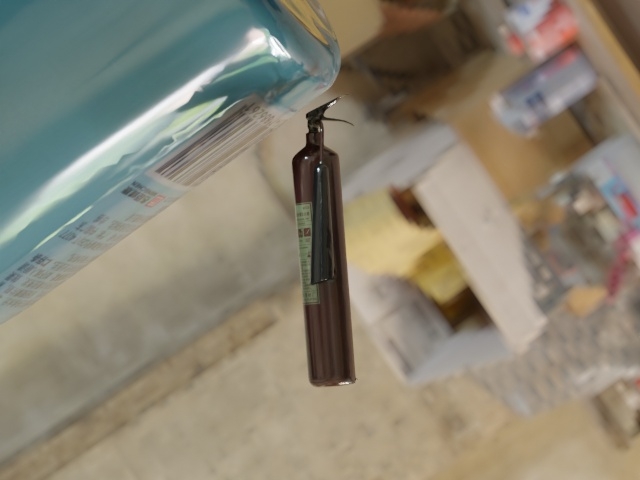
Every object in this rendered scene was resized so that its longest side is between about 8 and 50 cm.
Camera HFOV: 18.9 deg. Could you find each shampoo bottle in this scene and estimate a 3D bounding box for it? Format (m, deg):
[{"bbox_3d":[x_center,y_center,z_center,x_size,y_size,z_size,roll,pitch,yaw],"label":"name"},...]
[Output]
[{"bbox_3d":[-0.208,-0.141,1.225,0.331,0.343,0.331,54,-171,-14],"label":"shampoo bottle"}]

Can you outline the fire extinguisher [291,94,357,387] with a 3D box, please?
[{"bbox_3d":[0.000,0.000,1.135,0.049,0.035,0.173,0,-95,-63],"label":"fire extinguisher"}]
